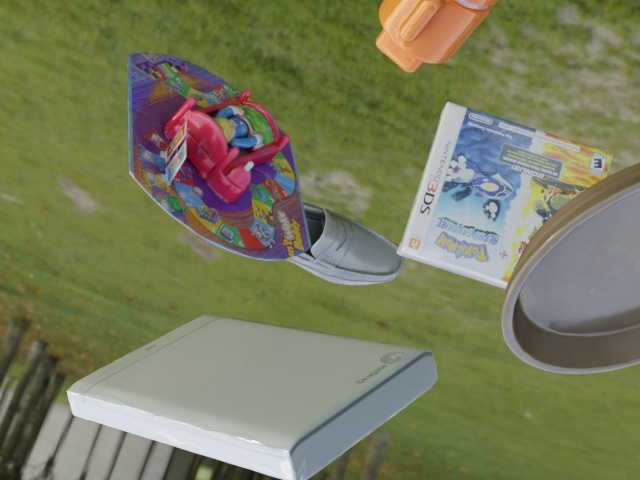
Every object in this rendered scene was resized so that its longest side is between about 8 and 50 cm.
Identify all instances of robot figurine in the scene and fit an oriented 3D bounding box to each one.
[{"bbox_3d":[0.166,-0.332,1.370,0.158,0.128,0.219,0,146,-36],"label":"robot figurine"}]

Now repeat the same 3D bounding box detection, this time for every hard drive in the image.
[{"bbox_3d":[-0.082,0.159,1.112,0.353,0.047,0.233,5,-157,42],"label":"hard drive"}]

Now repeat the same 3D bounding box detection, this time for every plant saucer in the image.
[{"bbox_3d":[0.282,0.020,0.865,0.278,0.041,0.278,-11,140,-10],"label":"plant saucer"}]

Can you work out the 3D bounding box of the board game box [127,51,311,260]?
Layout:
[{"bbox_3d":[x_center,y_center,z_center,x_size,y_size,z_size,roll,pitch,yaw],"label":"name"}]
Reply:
[{"bbox_3d":[-0.054,-0.064,0.628,0.133,0.168,0.033,25,127,-32],"label":"board game box"}]

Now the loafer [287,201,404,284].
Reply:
[{"bbox_3d":[0.000,0.000,1.696,0.319,0.112,0.111,14,162,-15],"label":"loafer"}]

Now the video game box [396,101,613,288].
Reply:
[{"bbox_3d":[0.213,-0.042,1.164,0.205,0.187,0.048,17,174,1],"label":"video game box"}]
